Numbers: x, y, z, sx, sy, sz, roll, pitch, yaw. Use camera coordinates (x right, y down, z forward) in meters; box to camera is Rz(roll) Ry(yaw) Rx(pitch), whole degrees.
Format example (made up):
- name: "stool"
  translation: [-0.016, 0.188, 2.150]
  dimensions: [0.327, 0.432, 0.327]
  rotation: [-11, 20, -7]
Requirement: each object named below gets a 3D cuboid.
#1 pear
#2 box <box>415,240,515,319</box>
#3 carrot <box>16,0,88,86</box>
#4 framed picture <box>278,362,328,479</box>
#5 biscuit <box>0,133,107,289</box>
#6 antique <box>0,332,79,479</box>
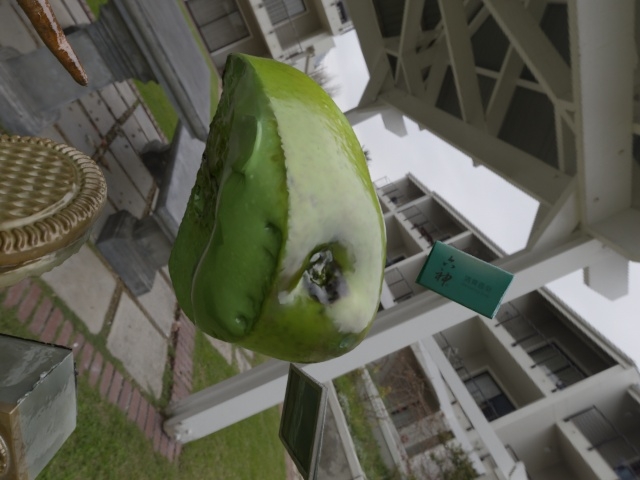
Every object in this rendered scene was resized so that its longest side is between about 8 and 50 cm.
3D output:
- name: "pear"
  translation: [-0.034, -0.001, 0.542]
  dimensions: [0.318, 0.239, 0.342]
  rotation: [58, -49, 43]
- name: "box"
  translation: [0.287, 0.072, 0.897]
  dimensions: [0.153, 0.092, 0.245]
  rotation: [27, 5, 14]
- name: "carrot"
  translation: [-0.374, -0.285, 0.621]
  dimensions: [0.165, 0.036, 0.035]
  rotation: [82, -13, -54]
- name: "framed picture"
  translation: [-0.041, 0.390, 0.985]
  dimensions: [0.260, 0.023, 0.188]
  rotation: [171, -72, -72]
- name: "biscuit"
  translation: [-0.401, -0.042, 0.542]
  dimensions: [0.259, 0.259, 0.079]
  rotation: [-113, -151, -42]
- name: "antique"
  translation: [-0.420, 0.219, 0.568]
  dimensions: [0.148, 0.147, 0.151]
  rotation: [-73, 174, -67]
